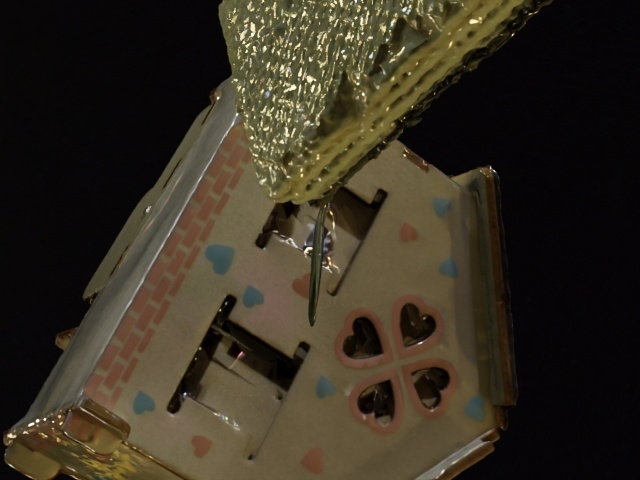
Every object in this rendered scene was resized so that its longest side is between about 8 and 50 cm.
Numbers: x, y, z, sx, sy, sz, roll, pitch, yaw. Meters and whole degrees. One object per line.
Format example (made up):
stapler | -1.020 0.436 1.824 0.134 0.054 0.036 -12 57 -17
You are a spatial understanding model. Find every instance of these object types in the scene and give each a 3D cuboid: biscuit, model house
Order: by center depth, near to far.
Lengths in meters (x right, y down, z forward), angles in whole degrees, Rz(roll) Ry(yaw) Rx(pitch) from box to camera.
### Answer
biscuit | 0.030 -0.113 0.501 0.199 0.041 0.121 -42 -131 38
model house | -0.004 0.044 0.750 0.244 0.169 0.326 33 -112 -15

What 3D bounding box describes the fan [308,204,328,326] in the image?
fan | -0.001 0.009 0.587 0.003 0.080 0.060 5 -109 -4
